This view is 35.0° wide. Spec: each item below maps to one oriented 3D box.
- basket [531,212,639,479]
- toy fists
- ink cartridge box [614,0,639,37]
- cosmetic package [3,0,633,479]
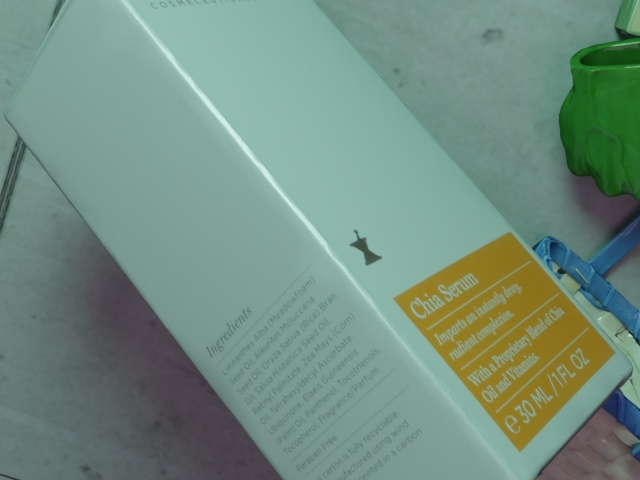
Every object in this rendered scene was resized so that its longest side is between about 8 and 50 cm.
[{"bbox_3d":[0.275,0.096,0.903,0.289,0.255,0.201,-41,115,18],"label":"basket"},{"bbox_3d":[0.351,-0.110,0.884,0.279,0.096,0.142,-5,117,14],"label":"toy fists"},{"bbox_3d":[0.403,-0.240,0.903,0.235,0.056,0.171,14,106,-4],"label":"ink cartridge box"},{"bbox_3d":[0.000,0.000,0.770,0.453,0.230,0.161,50,125,11],"label":"cosmetic package"}]
